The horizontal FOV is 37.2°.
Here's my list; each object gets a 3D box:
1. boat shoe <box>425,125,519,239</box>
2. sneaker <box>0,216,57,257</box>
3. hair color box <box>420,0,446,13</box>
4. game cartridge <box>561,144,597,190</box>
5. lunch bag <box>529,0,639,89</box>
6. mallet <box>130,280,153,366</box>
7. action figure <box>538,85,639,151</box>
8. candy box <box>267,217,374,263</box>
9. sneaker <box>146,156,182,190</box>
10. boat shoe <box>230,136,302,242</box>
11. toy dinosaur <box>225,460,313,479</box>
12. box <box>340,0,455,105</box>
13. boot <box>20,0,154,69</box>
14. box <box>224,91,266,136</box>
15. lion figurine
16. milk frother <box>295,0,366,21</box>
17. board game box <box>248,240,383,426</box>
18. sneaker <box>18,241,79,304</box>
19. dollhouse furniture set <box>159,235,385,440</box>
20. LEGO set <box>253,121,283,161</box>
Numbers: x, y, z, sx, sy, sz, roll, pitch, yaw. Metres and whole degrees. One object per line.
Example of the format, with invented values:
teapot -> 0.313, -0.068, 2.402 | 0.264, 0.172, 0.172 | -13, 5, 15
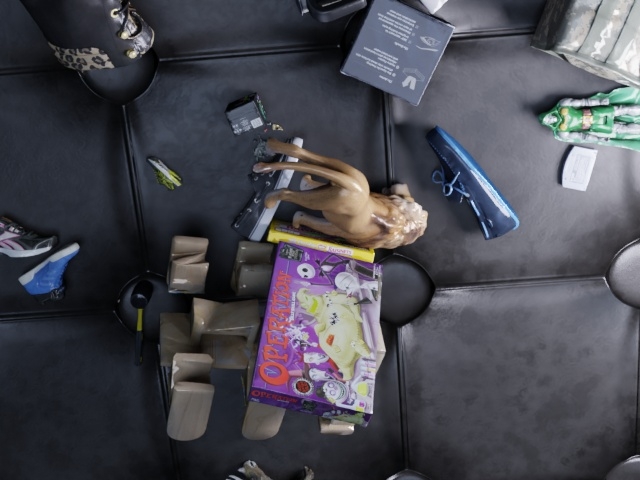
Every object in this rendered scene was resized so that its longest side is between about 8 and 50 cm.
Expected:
boat shoe -> 0.275, -0.099, 1.807 | 0.089, 0.109, 0.258 | -37, 103, 16
sneaker -> -0.609, -0.008, 1.867 | 0.178, 0.072, 0.077 | -2, 99, -5
hair color box -> 0.135, -0.592, 1.613 | 0.185, 0.114, 0.374 | -40, 109, 11
game cartridge -> 0.496, -0.140, 1.837 | 0.055, 0.017, 0.083 | 10, 109, -7
lunch bag -> 0.553, -0.393, 1.669 | 0.286, 0.169, 0.235 | 18, 102, -11
mallet -> -0.367, 0.169, 1.947 | 0.039, 0.062, 0.190 | 8, 124, -1
action figure -> 0.521, -0.226, 1.781 | 0.232, 0.063, 0.137 | -1, 99, -3
candy box -> 0.000, 0.000, 1.843 | 0.205, 0.105, 0.027 | 13, 102, -4
sneaker -> -0.308, -0.127, 1.840 | 0.083, 0.031, 0.035 | 42, 105, -13
boat shoe -> -0.108, -0.105, 1.827 | 0.076, 0.080, 0.229 | 23, 115, -9
toy dinosaur -> -0.046, 0.571, 1.991 | 0.160, 0.313, 0.121 | -23, 125, -31
box -> 0.136, -0.351, 1.725 | 0.155, 0.093, 0.158 | 23, 107, -8
boot -> -0.350, -0.439, 1.608 | 0.377, 0.138, 0.284 | -13, 144, 7
box -> -0.139, -0.235, 1.773 | 0.062, 0.083, 0.052 | -21, 109, 7
lion figurine -> 0.045, -0.071, 1.707 | 0.240, 0.392, 0.142 | 14, 89, 19
milk frother -> 0.014, -0.468, 1.648 | 0.134, 0.129, 0.143 | -20, 131, -2
board game box -> 0.000, 0.155, 1.679 | 0.208, 0.347, 0.056 | 10, 134, -3
sneaker -> -0.521, 0.070, 1.895 | 0.152, 0.058, 0.085 | -32, 100, 15
dollhouse furniture set -> -0.109, 0.219, 1.802 | 0.393, 0.362, 0.257 | 4, 134, -14
LEGO set -> -0.104, -0.186, 1.822 | 0.054, 0.023, 0.083 | 10, 109, -3
